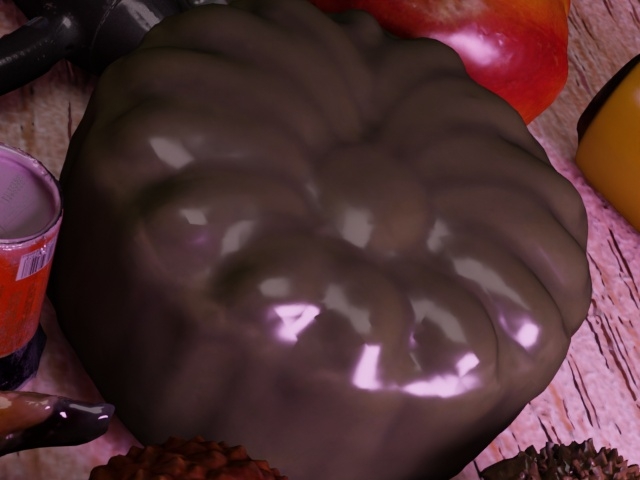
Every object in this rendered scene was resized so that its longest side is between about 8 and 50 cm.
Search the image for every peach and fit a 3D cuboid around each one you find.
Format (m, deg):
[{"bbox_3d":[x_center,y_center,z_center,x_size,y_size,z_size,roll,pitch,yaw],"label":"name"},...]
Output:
[{"bbox_3d":[0.078,-0.174,1.311,0.243,0.199,0.243,21,19,-8],"label":"peach"}]

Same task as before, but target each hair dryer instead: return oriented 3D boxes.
[{"bbox_3d":[-0.249,-0.155,1.208,0.235,0.091,0.272,35,44,19],"label":"hair dryer"}]

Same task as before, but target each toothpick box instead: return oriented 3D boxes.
[{"bbox_3d":[0.344,-0.043,1.368,0.271,0.175,0.175,41,42,16],"label":"toothpick box"}]

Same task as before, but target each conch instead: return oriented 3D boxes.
[{"bbox_3d":[-0.242,0.109,0.935,0.233,0.086,0.080,18,42,-11],"label":"conch"}]

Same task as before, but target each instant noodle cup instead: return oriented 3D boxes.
[{"bbox_3d":[-0.214,0.016,1.007,0.127,0.135,0.127,15,43,-15],"label":"instant noodle cup"}]

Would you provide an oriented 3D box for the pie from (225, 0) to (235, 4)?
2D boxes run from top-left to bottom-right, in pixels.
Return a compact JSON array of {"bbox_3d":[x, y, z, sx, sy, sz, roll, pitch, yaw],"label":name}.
[{"bbox_3d":[-0.118,-0.286,1.399,0.277,0.078,0.277,19,35,-14],"label":"pie"}]

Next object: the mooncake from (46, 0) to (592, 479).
[{"bbox_3d":[0.000,0.000,1.100,0.356,0.194,0.356,17,39,-14],"label":"mooncake"}]

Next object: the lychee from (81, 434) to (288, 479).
[{"bbox_3d":[-0.072,0.197,0.891,0.188,0.188,0.188,16,43,-16],"label":"lychee"}]

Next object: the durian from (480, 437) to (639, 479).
[{"bbox_3d":[0.133,0.214,0.999,0.196,0.196,0.167,-4,63,-33],"label":"durian"}]

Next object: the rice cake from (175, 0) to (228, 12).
[{"bbox_3d":[-0.083,-0.170,1.280,0.034,0.043,0.211,-41,106,-18],"label":"rice cake"}]
